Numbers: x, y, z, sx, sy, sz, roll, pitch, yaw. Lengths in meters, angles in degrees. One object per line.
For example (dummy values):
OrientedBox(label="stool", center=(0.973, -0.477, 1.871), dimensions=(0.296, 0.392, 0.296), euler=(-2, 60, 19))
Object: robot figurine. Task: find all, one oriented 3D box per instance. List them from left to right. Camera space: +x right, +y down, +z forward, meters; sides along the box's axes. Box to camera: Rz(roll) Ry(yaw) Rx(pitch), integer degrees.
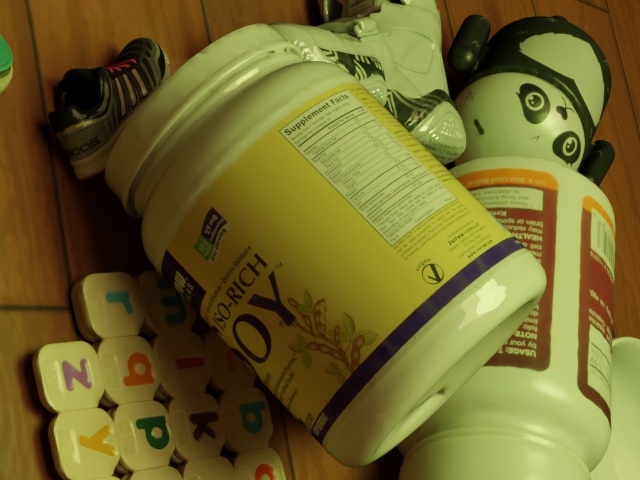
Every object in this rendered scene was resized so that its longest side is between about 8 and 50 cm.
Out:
OrientedBox(label="robot figurine", center=(0.257, -0.166, 1.964), dimensions=(0.278, 0.209, 0.173), euler=(-57, 156, -50))

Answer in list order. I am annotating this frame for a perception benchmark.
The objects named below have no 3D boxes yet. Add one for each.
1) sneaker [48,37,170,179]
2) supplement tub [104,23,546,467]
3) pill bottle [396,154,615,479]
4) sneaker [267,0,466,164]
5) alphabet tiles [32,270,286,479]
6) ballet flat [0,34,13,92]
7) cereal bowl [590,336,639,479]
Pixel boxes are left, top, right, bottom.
OrientedBox(label="sneaker", center=(-0.188, -0.134, 1.424), dimensions=(0.075, 0.063, 0.170), euler=(55, 41, -31))
OrientedBox(label="supplement tub", center=(0.000, 0.000, 1.382), dimensions=(0.331, 0.241, 0.241), euler=(45, 32, 12))
OrientedBox(label="pill bottle", center=(0.190, 0.126, 1.680), dimensions=(0.224, 0.224, 0.392), euler=(41, 44, -36))
OrientedBox(label="sneaker", center=(0.025, -0.208, 1.703), dimensions=(0.366, 0.137, 0.210), euler=(21, 57, -55))
OrientedBox(label="alphabet tiles", center=(-0.133, 0.165, 1.387), dimensions=(0.278, 0.021, 0.284), euler=(-2, 75, -55))
OrientedBox(label="ballet flat", center=(-0.325, -0.123, 1.204), dimensions=(0.248, 0.086, 0.086), euler=(-3, 76, -63))
OrientedBox(label="cereal bowl", center=(0.336, 0.288, 1.874), dimensions=(0.339, 0.141, 0.339), euler=(30, 50, -44))
